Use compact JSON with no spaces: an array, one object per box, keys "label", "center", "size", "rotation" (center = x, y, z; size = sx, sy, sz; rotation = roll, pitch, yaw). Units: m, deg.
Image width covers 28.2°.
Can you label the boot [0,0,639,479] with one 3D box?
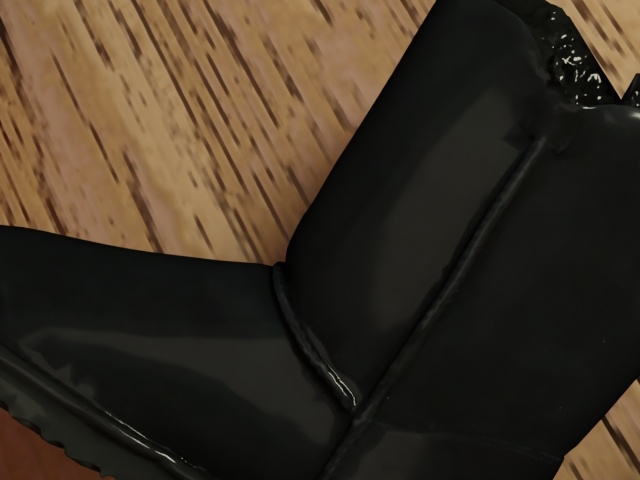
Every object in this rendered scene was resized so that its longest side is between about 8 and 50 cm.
[{"label":"boot","center":[0.000,0.000,0.439],"size":[0.246,0.094,0.207],"rotation":[32,92,16]}]
